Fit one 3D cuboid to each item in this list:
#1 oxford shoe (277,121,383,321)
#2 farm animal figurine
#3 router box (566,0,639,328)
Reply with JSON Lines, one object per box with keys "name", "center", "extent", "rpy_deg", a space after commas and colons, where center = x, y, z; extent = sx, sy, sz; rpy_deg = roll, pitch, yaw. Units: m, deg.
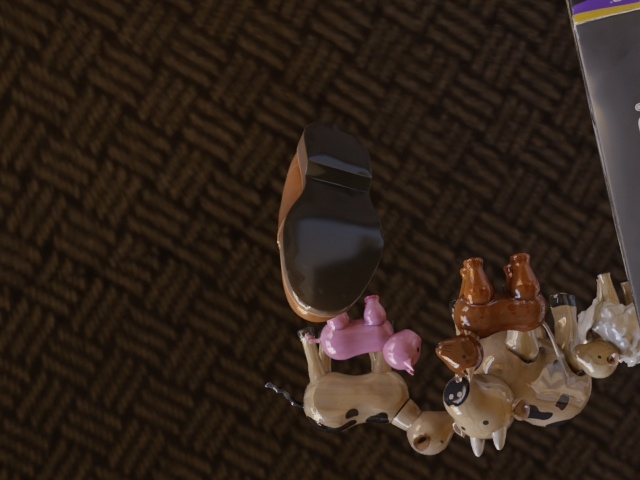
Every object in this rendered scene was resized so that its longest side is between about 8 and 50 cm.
{"name": "oxford shoe", "center": [0.000, 0.000, 1.161], "extent": [0.076, 0.212, 0.076], "rpy_deg": [22, 124, -10]}
{"name": "farm animal figurine", "center": [0.161, 0.143, 1.614], "extent": [0.327, 0.330, 0.172], "rpy_deg": [4, 71, -34]}
{"name": "router box", "center": [0.222, -0.106, 1.064], "extent": [0.081, 0.243, 0.309], "rpy_deg": [-12, 132, 11]}
